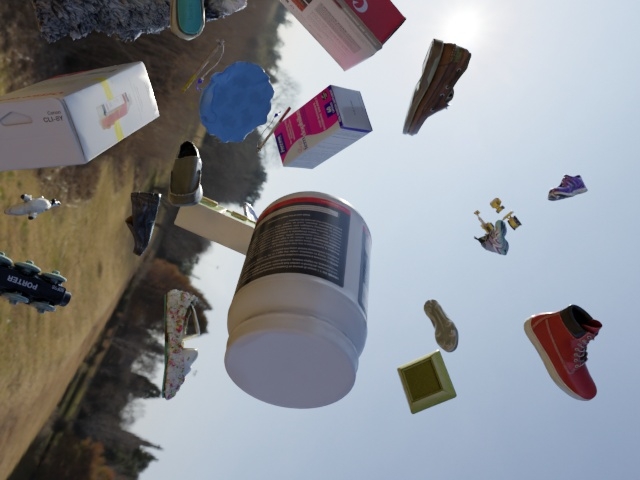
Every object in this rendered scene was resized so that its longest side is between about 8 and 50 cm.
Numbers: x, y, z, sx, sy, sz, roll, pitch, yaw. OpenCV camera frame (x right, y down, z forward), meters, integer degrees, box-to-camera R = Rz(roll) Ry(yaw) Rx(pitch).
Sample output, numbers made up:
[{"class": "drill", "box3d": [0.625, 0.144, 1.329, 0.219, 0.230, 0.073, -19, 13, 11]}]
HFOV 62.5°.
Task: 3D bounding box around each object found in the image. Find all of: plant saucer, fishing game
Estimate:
[{"class": "plant saucer", "box3d": [0.383, 0.521, 1.963, 0.188, 0.045, 0.189, -29, -126, 19]}, {"class": "fishing game", "box3d": [-0.188, -0.305, 1.174, 0.189, 0.264, 0.041, -53, -129, 6]}]

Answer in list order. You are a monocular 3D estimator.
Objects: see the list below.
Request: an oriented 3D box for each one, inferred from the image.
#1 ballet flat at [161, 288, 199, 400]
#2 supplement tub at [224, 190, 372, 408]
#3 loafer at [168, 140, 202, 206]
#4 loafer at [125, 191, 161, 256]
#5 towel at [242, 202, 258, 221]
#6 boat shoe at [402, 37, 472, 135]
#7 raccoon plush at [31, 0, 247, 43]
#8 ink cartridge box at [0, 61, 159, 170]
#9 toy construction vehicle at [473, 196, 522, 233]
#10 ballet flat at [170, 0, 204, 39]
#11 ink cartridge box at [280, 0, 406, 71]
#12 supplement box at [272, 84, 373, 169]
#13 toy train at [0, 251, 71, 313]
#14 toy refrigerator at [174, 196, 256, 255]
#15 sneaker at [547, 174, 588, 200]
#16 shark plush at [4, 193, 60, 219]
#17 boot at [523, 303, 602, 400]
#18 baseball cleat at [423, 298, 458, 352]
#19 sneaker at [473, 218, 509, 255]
[{"class": "ballet flat", "box3d": [-0.299, 0.216, 1.132, 0.091, 0.077, 0.241, 113, -25, -63]}, {"class": "supplement tub", "box3d": [-0.025, 0.076, 0.756, 0.191, 0.191, 0.272, -54, -163, 38]}, {"class": "loafer", "box3d": [-0.374, -0.187, 1.446, 0.251, 0.094, 0.088, -105, -168, -46]}, {"class": "loafer", "box3d": [-0.399, -0.039, 1.164, 0.062, 0.061, 0.170, -101, -150, -55]}, {"class": "towel", "box3d": [-0.238, -0.014, 2.108, 0.034, 0.209, 0.285, -29, -144, 4]}, {"class": "boat shoe", "box3d": [0.289, -0.366, 1.348, 0.307, 0.104, 0.111, 106, -2, -63]}, {"class": "raccoon plush", "box3d": [-0.427, -0.569, 1.180, 0.299, 0.446, 0.216, -56, 137, -57]}, {"class": "ink cartridge box", "box3d": [-0.633, -0.320, 1.337, 0.385, 0.279, 0.161, -70, 153, -59]}, {"class": "toy construction vehicle", "box3d": [0.444, -0.055, 1.333, 0.086, 0.035, 0.098, -41, -118, 30]}, {"class": "ballet flat", "box3d": [-0.273, -0.540, 1.079, 0.086, 0.086, 0.249, -131, -132, -73]}, {"class": "ink cartridge box", "box3d": [0.034, -0.566, 1.210, 0.130, 0.309, 0.272, -49, -162, -5]}, {"class": "supplement box", "box3d": [0.001, -0.271, 1.295, 0.220, 0.113, 0.111, -27, -106, 42]}, {"class": "toy train", "box3d": [-0.945, 0.129, 1.618, 0.190, 0.334, 0.142, -2, -113, 36]}, {"class": "toy refrigerator", "box3d": [-0.269, -0.041, 1.523, 0.102, 0.269, 0.094, -63, 176, -80]}, {"class": "sneaker", "box3d": [0.738, -0.162, 1.596, 0.068, 0.169, 0.071, -17, -91, 53]}, {"class": "shark plush", "box3d": [-0.828, -0.106, 1.530, 0.067, 0.073, 0.161, -16, -163, 23]}, {"class": "boot", "box3d": [0.625, 0.272, 1.266, 0.088, 0.244, 0.176, -32, 176, -33]}, {"class": "baseball cleat", "box3d": [0.365, 0.254, 1.522, 0.072, 0.109, 0.206, -37, -147, 18]}, {"class": "sneaker", "box3d": [0.360, -0.008, 1.123, 0.069, 0.098, 0.038, 9, -132, 33]}]
